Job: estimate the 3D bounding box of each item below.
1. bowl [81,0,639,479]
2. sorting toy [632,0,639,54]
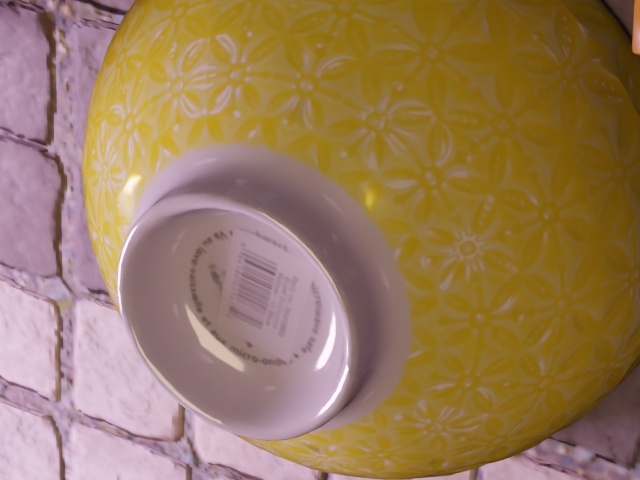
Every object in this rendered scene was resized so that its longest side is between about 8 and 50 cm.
[{"bbox_3d":[0.000,0.000,0.829,0.289,0.156,0.289,13,121,23],"label":"bowl"},{"bbox_3d":[0.162,-0.207,0.599,0.229,0.041,0.307,13,106,49],"label":"sorting toy"}]
